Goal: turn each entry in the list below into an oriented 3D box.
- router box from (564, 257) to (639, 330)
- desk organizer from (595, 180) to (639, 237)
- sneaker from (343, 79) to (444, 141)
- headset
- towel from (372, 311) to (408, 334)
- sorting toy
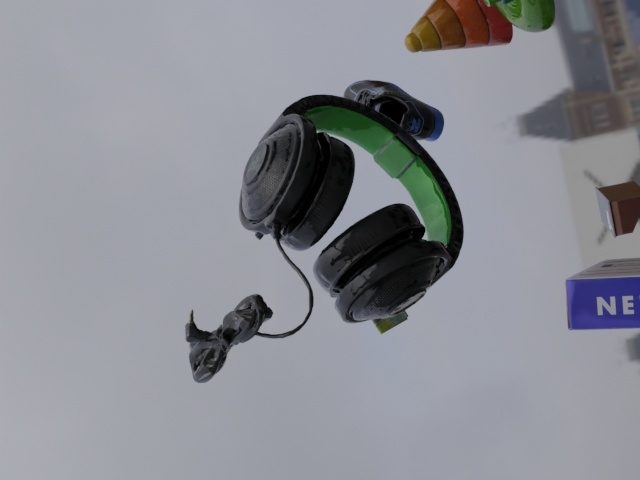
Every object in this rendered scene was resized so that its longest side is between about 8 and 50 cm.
[{"bbox_3d":[0.580,0.076,1.935,0.301,0.335,0.082,-12,-82,-65],"label":"router box"},{"bbox_3d":[0.380,-0.041,1.540,0.130,0.050,0.047,-61,-41,-78],"label":"desk organizer"},{"bbox_3d":[0.102,-0.225,2.068,0.090,0.232,0.081,7,-77,-42],"label":"sneaker"},{"bbox_3d":[0.000,0.000,1.281,0.243,0.185,0.394,43,-144,-1],"label":"headset"},{"bbox_3d":[0.099,0.101,1.954,0.083,0.060,0.009,63,159,-1],"label":"towel"},{"bbox_3d":[0.185,-0.277,1.461,0.127,0.126,0.365,61,172,-6],"label":"sorting toy"}]
